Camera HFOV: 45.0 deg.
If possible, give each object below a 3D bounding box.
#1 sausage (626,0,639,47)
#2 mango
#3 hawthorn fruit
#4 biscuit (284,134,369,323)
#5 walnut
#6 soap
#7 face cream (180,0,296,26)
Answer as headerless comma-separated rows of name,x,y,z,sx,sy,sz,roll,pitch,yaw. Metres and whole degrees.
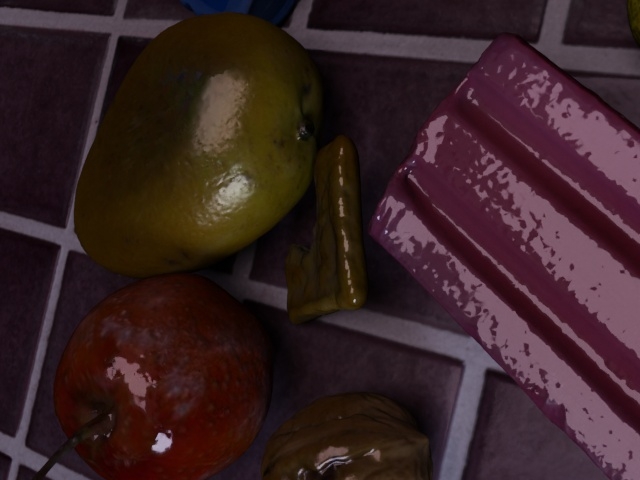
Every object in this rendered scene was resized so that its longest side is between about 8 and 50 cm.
sausage,0.339,-0.304,0.671,0.123,0.123,0.347,4,84,30
mango,-0.153,-0.096,0.883,0.365,0.182,0.253,-36,68,20
hawthorn fruit,-0.161,0.150,0.826,0.231,0.263,0.235,16,85,-14
biscuit,0.000,0.000,0.819,0.183,0.039,0.174,144,122,-63
walnut,0.029,0.229,0.761,0.184,0.155,0.155,-32,69,27
soap,0.227,0.016,0.687,0.233,0.128,0.359,-49,64,13
face cream,-0.139,-0.364,0.971,0.264,0.083,0.149,43,99,27
